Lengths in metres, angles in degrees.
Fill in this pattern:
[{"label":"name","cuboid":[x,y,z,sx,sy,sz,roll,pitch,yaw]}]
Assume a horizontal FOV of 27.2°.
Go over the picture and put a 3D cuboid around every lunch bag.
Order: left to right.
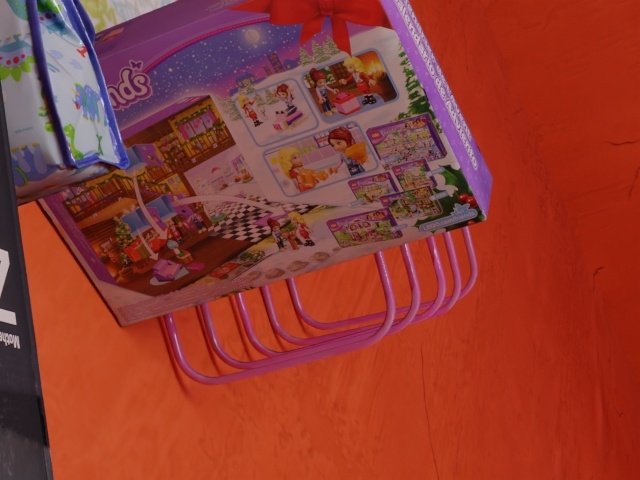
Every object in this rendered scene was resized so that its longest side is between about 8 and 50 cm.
[{"label":"lunch bag","cuboid":[-0.201,-0.094,0.785,0.096,0.128,0.151,-12,84,-75]}]

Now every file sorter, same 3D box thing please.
[{"label":"file sorter","cuboid":[0.000,0.000,1.120,0.290,0.202,0.182,-13,89,-69]}]

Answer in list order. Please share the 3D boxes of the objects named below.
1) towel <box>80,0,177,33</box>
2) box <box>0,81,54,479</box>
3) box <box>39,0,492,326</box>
[{"label":"towel","cuboid":[-0.217,-0.287,0.969,0.374,0.090,0.321,48,35,-47]},{"label":"box","cuboid":[-0.245,-0.009,0.528,0.395,0.097,0.318,37,43,-72]},{"label":"box","cuboid":[-0.056,-0.066,0.893,0.201,0.293,0.057,61,25,-28]}]
